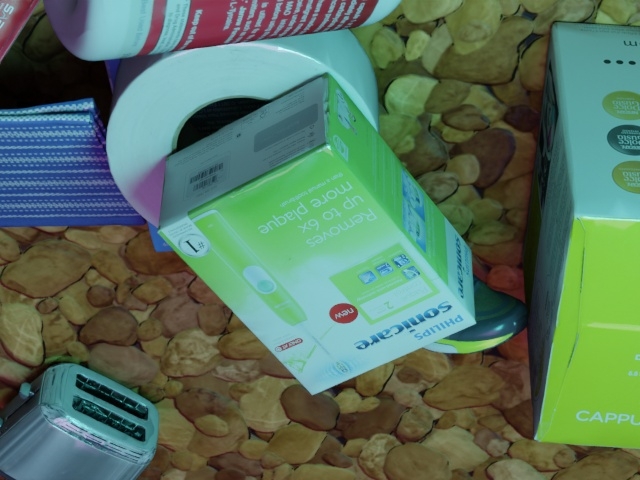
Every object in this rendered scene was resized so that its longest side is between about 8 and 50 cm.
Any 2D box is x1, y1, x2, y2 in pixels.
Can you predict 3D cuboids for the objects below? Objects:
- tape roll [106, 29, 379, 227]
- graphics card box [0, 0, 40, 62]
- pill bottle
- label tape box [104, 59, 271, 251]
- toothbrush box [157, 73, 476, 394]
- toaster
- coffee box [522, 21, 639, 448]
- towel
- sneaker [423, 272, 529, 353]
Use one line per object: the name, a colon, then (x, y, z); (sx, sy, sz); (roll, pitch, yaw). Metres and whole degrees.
tape roll: (-0.078, -0.120, 1.879); (0.286, 0.100, 0.286); (0, 131, 0)
graphics card box: (-0.426, -0.358, 1.779); (0.371, 0.094, 0.232); (31, 99, -24)
pill bottle: (-0.053, -0.304, 1.702); (0.408, 0.229, 0.229); (-10, 135, -22)
label tape box: (-0.092, -0.155, 1.989); (0.249, 0.115, 0.347); (-5, 133, 6)
toothbrush box: (0.000, 0.000, 1.838); (0.206, 0.122, 0.283); (-25, 128, 21)
toaster: (-0.311, 0.262, 2.356); (0.227, 0.129, 0.146); (30, 124, -20)
coffee box: (0.407, 0.003, 1.956); (0.338, 0.334, 0.338); (3, 131, 0)
towel: (-0.331, -0.084, 2.014); (0.243, 0.040, 0.336); (-2, 161, 6)
sneaker: (0.109, 0.034, 2.077); (0.300, 0.111, 0.121); (24, 130, 32)
